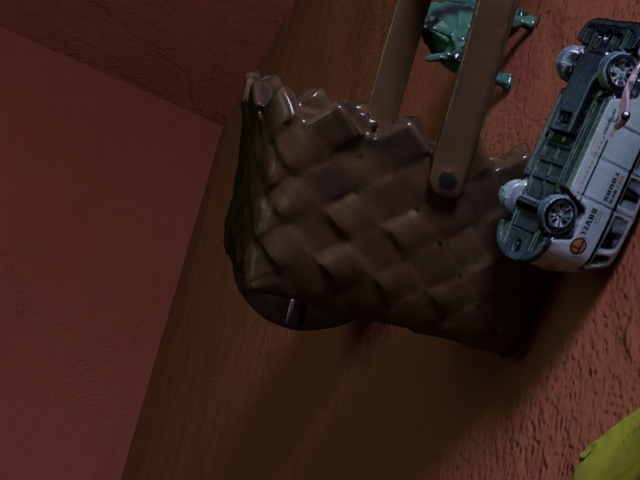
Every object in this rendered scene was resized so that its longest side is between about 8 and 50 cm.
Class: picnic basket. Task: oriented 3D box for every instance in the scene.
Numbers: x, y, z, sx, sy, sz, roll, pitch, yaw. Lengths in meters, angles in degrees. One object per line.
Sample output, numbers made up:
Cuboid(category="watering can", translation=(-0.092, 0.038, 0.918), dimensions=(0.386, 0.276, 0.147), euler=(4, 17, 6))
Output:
Cuboid(category="picnic basket", translation=(0.072, -0.086, 1.155), dimensions=(0.254, 0.291, 0.321), euler=(-126, 52, -75))

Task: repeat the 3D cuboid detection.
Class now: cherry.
Cuboid(category="cherry", translation=(0.000, 0.000, 1.551), dimensions=(0.213, 0.183, 0.266), euler=(-51, 1, 5))

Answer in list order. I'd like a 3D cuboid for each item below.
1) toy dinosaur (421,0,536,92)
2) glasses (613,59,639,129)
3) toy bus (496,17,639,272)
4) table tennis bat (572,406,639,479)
Cuboid(category="toy dinosaur", translation=(0.180, -0.231, 1.494), dimensions=(0.292, 0.120, 0.079), euler=(-39, -31, -62))
Cuboid(category="glasses", translation=(0.248, -0.096, 0.909), dimensions=(0.162, 0.095, 0.255), euler=(91, -161, -70))
Cuboid(category="toy bus", translation=(0.206, -0.064, 1.020), dimensions=(0.194, 0.089, 0.087), euler=(-67, 21, 4))
Cuboid(category="table tennis bat", translation=(0.253, 0.046, 0.719), dimensions=(0.369, 0.054, 0.224), euler=(-52, 16, 37))
